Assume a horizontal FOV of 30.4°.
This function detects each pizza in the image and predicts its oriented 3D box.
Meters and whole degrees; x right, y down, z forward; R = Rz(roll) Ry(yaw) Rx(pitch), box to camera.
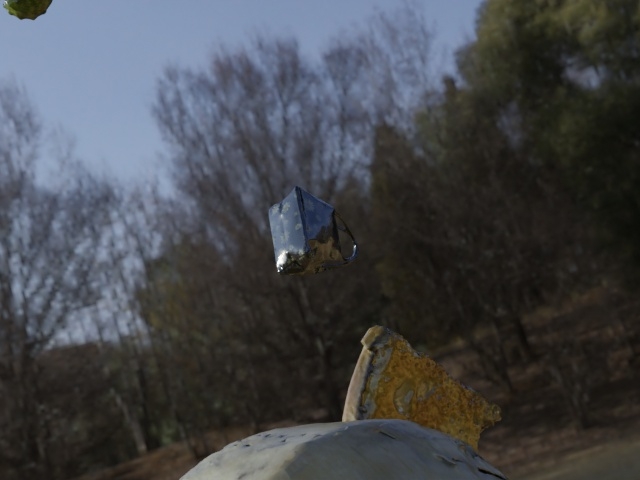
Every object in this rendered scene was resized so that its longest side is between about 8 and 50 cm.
[{"bbox_3d":[0.109,0.265,1.381,0.223,0.323,0.089,8,-11,-34],"label":"pizza"}]

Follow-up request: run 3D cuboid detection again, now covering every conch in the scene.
[{"bbox_3d":[-0.468,-0.405,1.903,0.074,0.089,0.121,13,-41,-32],"label":"conch"}]

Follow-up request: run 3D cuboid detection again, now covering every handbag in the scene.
[{"bbox_3d":[0.000,0.000,1.644,0.139,0.115,0.072,17,-39,-41],"label":"handbag"}]

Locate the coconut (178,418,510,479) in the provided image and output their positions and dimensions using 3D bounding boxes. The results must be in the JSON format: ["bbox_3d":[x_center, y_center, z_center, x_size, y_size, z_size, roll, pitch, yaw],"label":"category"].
[{"bbox_3d":[0.034,0.307,0.933,0.353,0.352,0.352,-17,-11,-4],"label":"coconut"}]
